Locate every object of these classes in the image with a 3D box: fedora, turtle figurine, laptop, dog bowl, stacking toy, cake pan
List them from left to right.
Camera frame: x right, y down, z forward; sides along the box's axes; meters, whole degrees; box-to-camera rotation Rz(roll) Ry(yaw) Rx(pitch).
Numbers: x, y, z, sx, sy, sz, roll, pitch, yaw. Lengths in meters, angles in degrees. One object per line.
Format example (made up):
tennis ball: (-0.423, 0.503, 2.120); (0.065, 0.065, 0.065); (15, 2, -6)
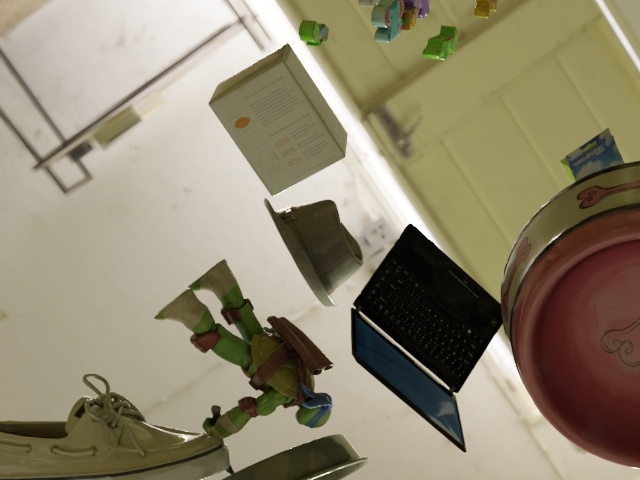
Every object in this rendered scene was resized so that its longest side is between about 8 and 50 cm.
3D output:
turtle figurine: (-0.120, 0.181, 1.510); (0.198, 0.266, 0.274); (-40, -176, -17)
cake pan: (-0.070, 0.363, 1.569); (0.293, 0.054, 0.293); (-22, 163, -7)
fedora: (0.000, 0.000, 2.068); (0.124, 0.244, 0.275); (-31, -158, 1)
stacking toy: (0.093, -0.263, 1.195); (0.167, 0.052, 0.221); (10, -148, 24)
laptop: (0.175, 0.141, 1.612); (0.264, 0.234, 0.136); (-54, -164, -18)
dog bowl: (0.427, 0.113, 1.351); (0.408, 0.408, 0.150); (-31, -170, 25)

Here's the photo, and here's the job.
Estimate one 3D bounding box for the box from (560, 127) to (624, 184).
box: (0.544, -0.124, 2.068); (0.109, 0.178, 0.042); (-34, -155, -5)

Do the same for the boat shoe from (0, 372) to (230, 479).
boat shoe: (-0.303, 0.260, 1.443); (0.367, 0.157, 0.136); (-7, -179, 19)

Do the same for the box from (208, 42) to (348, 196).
box: (-0.058, -0.175, 1.539); (0.130, 0.170, 0.091); (-27, -159, 17)
